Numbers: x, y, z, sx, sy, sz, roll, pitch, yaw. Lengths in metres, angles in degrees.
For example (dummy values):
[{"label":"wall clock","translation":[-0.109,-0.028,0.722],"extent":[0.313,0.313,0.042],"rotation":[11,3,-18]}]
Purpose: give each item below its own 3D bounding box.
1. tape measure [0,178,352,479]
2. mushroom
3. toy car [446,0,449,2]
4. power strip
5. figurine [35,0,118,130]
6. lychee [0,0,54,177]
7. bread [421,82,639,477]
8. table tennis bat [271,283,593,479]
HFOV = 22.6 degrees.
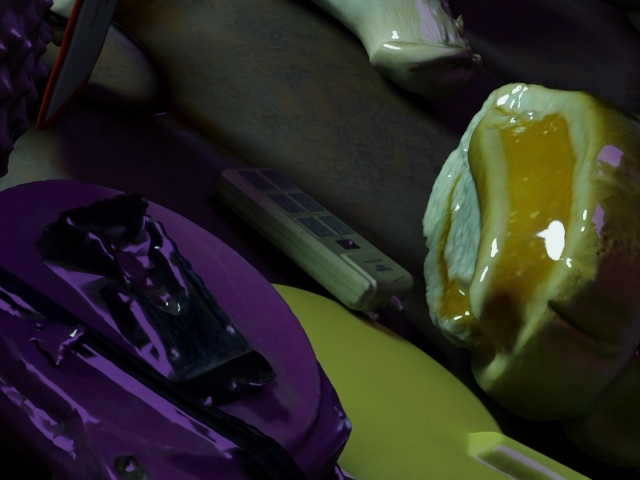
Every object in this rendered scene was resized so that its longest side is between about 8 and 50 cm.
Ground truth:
[{"label":"tape measure","translation":[-0.100,0.082,0.815],"extent":[0.245,0.149,0.231],"rotation":[41,29,11]},{"label":"mushroom","translation":[-0.009,-0.282,1.527],"extent":[0.397,0.126,0.177],"rotation":[34,37,-1]},{"label":"toy car","translation":[0.127,-0.326,1.782],"extent":[0.097,0.100,0.191],"rotation":[34,47,-1]},{"label":"power strip","translation":[0.000,0.000,1.163],"extent":[0.169,0.028,0.076],"rotation":[38,20,21]},{"label":"figurine","translation":[-0.253,-0.216,1.119],"extent":[0.226,0.183,0.160],"rotation":[22,21,-1]},{"label":"lychee","translation":[-0.285,-0.124,0.808],"extent":[0.300,0.300,0.300],"rotation":[26,29,-15]},{"label":"bread","translation":[0.256,0.035,1.213],"extent":[0.341,0.210,0.300],"rotation":[34,26,-10]},{"label":"table tennis bat","translation":[0.081,0.134,1.042],"extent":[0.369,0.054,0.224],"rotation":[28,22,-5]}]
